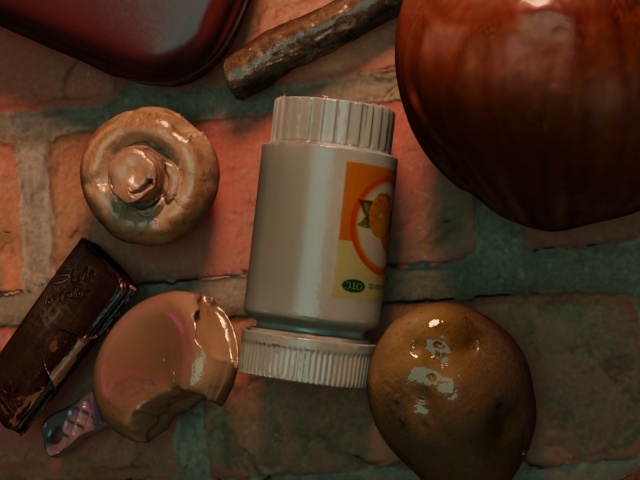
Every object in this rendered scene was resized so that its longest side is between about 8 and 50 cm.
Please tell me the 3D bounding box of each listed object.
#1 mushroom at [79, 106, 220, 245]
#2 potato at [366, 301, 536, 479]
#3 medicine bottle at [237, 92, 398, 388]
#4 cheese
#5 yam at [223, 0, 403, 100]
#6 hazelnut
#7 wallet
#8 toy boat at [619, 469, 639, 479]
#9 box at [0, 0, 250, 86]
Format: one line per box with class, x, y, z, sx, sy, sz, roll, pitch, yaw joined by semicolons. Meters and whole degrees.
mushroom;-0.200;-0.077;1.810;0.166;0.127;0.166;0;85;5
potato;0.147;0.177;1.708;0.178;0.160;0.235;-15;105;9
medicine bottle;0.000;0.000;1.750;0.158;0.158;0.318;6;89;12
cheese;-0.221;0.175;1.817;0.286;0.082;0.163;-37;55;22
yam;0.012;-0.248;1.810;0.274;0.061;0.061;-26;83;8
hazelnut;0.246;-0.185;1.648;0.372;0.315;0.372;12;116;25
wallet;-0.320;0.113;1.848;0.232;0.031;0.122;-53;46;3
toy boat;0.400;0.318;1.692;0.227;0.085;0.155;-17;83;10
box;-0.269;-0.347;1.845;0.404;0.108;0.263;23;92;11
